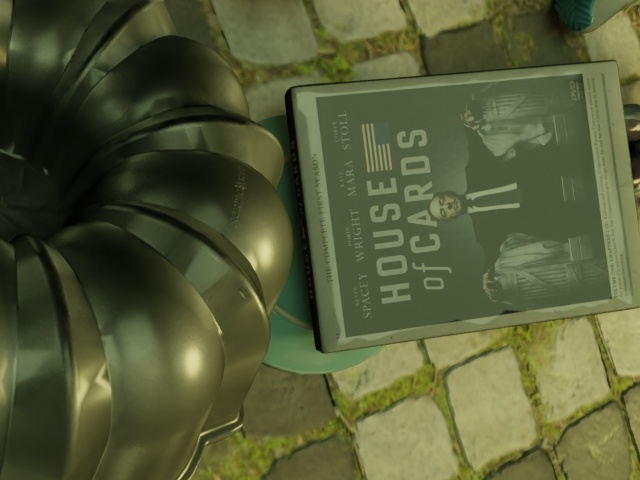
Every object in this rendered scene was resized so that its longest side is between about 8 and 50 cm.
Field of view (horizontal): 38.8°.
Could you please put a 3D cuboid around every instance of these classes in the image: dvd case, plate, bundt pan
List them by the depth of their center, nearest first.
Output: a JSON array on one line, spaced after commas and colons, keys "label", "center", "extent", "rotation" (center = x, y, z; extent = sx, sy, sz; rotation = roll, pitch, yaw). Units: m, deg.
[{"label": "bundt pan", "center": [-0.154, -0.022, 0.435], "extent": [0.331, 0.124, 0.330], "rotation": [16, 52, -21]}, {"label": "dvd case", "center": [0.103, -0.027, 0.628], "extent": [0.239, 0.029, 0.179], "rotation": [-7, 89, -12]}, {"label": "plate", "center": [0.000, 0.000, 0.641], "extent": [0.188, 0.024, 0.188], "rotation": [4, 81, -27]}]

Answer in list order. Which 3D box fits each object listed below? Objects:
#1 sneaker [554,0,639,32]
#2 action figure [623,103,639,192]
[{"label": "sneaker", "center": [0.293, -0.245, 0.792], "extent": [0.228, 0.087, 0.092], "rotation": [-45, 106, -23]}, {"label": "action figure", "center": [0.265, -0.076, 0.741], "extent": [0.285, 0.099, 0.185], "rotation": [-17, 108, -21]}]
